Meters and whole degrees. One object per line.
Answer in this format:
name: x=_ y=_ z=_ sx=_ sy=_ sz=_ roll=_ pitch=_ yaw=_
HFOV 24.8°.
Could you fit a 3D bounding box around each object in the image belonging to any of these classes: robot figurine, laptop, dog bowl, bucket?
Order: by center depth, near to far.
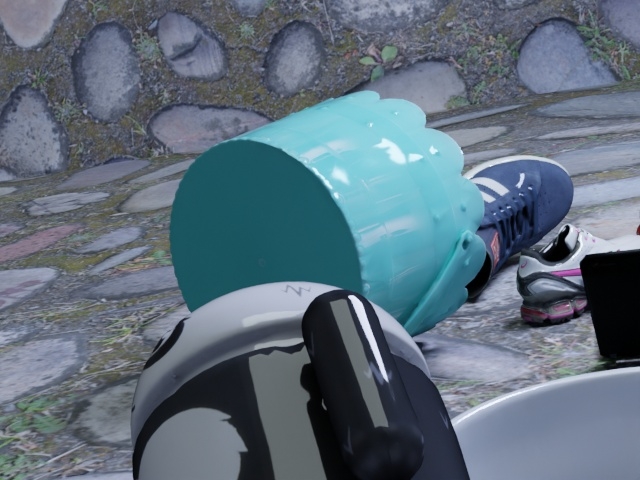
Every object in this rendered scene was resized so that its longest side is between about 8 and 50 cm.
robot figurine: x=-0.008 y=0.148 z=0.732 sx=0.209 sy=0.173 sz=0.278 roll=-33 pitch=44 yaw=18
dog bowl: x=0.192 y=0.162 z=0.849 sx=0.265 sy=0.104 sz=0.265 roll=-9 pitch=12 yaw=2
laptop: x=0.362 y=0.024 z=1.309 sx=0.234 sy=0.136 sz=0.264 roll=-6 pitch=16 yaw=15
bucket: x=0.000 y=0.000 z=1.417 sx=0.281 sy=0.281 sz=0.183 roll=0 pitch=15 yaw=40

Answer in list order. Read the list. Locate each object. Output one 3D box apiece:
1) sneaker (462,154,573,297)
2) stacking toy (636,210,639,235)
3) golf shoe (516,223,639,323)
sneaker: x=0.181 y=-0.001 z=1.665 sx=0.350 sy=0.131 sz=0.148 roll=-22 pitch=23 yaw=-28
stacking toy: x=0.515 y=-0.016 z=1.553 sx=0.279 sy=0.130 sz=0.309 roll=13 pitch=5 yaw=-38
golf shoe: x=0.280 y=0.020 z=1.509 sx=0.186 sy=0.086 sz=0.067 roll=-21 pitch=20 yaw=-34
